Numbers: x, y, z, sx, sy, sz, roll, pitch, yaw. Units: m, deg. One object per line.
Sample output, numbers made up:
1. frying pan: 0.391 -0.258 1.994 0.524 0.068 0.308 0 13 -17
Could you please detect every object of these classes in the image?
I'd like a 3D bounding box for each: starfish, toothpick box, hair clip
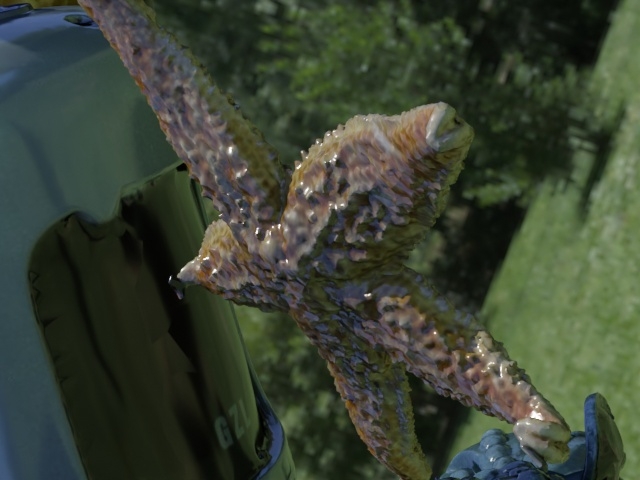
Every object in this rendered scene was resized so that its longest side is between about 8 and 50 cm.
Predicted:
1. starfish: 0.004 -0.003 0.587 0.048 0.295 0.231 -40 21 -26
2. toothpick box: -0.177 0.020 0.883 0.263 0.263 0.354 -54 -48 -70
3. hair clip: 0.176 0.249 1.298 0.310 0.206 0.194 -17 -94 -67

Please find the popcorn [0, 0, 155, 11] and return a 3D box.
1. popcorn: -0.310 -0.123 1.190 0.349 0.382 0.349 169 90 -89
